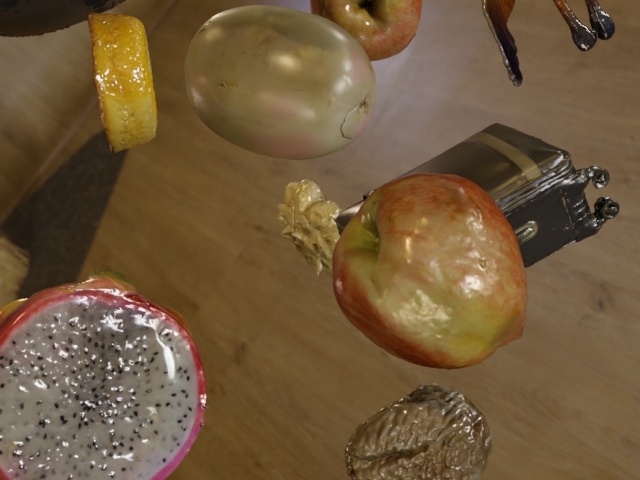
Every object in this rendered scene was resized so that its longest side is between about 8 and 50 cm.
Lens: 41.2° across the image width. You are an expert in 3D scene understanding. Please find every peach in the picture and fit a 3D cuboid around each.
[{"bbox_3d":[0.147,0.048,1.036,0.232,0.256,0.232,-48,26,32],"label":"peach"}]

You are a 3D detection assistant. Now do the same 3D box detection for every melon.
[{"bbox_3d":[-0.066,-0.238,1.285,0.316,0.223,0.223,19,72,28],"label":"melon"}]

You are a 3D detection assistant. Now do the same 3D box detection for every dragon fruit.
[{"bbox_3d":[-0.280,0.181,1.020,0.291,0.290,0.189,-57,20,-10],"label":"dragon fruit"}]

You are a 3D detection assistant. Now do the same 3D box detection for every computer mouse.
[{"bbox_3d":[-0.335,-0.367,1.116,0.116,0.183,0.323,37,52,25],"label":"computer mouse"}]

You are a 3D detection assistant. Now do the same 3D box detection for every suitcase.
[{"bbox_3d":[0.244,-0.036,1.439,0.433,0.194,0.283,-29,25,-5],"label":"suitcase"}]

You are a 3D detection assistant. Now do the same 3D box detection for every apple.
[{"bbox_3d":[0.080,-0.409,1.464,0.209,0.209,0.164,-35,13,19],"label":"apple"}]

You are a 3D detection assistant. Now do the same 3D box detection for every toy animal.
[{"bbox_3d":[0.268,-0.348,0.958,0.225,0.302,0.284,-26,10,19],"label":"toy animal"}]

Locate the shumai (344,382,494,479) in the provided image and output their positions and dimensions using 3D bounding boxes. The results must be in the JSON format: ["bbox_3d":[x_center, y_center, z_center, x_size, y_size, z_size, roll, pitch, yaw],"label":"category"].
[{"bbox_3d":[0.140,0.274,1.207,0.205,0.166,0.175,-27,14,13],"label":"shumai"}]

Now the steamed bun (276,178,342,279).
[{"bbox_3d":[0.000,0.000,2.098,0.137,0.295,0.292,-40,49,-14],"label":"steamed bun"}]

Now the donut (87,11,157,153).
[{"bbox_3d":[-0.200,-0.163,0.864,0.058,0.152,0.152,-8,40,-9],"label":"donut"}]
